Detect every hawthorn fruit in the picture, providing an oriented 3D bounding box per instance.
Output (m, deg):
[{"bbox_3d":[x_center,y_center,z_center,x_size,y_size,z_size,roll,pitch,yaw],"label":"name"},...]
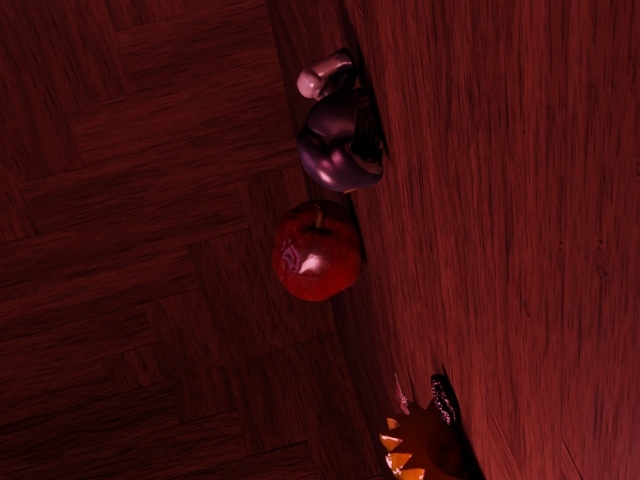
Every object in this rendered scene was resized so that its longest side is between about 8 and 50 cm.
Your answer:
[{"bbox_3d":[0.000,0.000,2.469,0.266,0.210,0.230,103,168,-54],"label":"hawthorn fruit"}]

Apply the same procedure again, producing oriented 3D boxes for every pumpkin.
[{"bbox_3d":[0.177,0.379,1.705,0.254,0.130,0.149,-113,9,-59],"label":"pumpkin"}]

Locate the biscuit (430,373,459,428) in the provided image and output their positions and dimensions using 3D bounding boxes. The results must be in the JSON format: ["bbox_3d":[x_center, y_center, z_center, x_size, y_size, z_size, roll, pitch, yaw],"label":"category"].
[{"bbox_3d":[0.195,0.250,1.686,0.089,0.027,0.087,99,154,-84],"label":"biscuit"}]

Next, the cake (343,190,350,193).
[{"bbox_3d":[0.051,-0.139,2.206,0.084,0.044,0.084,165,90,-85],"label":"cake"}]

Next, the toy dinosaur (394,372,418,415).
[{"bbox_3d":[0.196,0.374,2.233,0.108,0.032,0.220,-166,51,-82],"label":"toy dinosaur"}]

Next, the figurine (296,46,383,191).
[{"bbox_3d":[0.025,-0.182,1.682,0.145,0.145,0.222,83,173,-68],"label":"figurine"}]
